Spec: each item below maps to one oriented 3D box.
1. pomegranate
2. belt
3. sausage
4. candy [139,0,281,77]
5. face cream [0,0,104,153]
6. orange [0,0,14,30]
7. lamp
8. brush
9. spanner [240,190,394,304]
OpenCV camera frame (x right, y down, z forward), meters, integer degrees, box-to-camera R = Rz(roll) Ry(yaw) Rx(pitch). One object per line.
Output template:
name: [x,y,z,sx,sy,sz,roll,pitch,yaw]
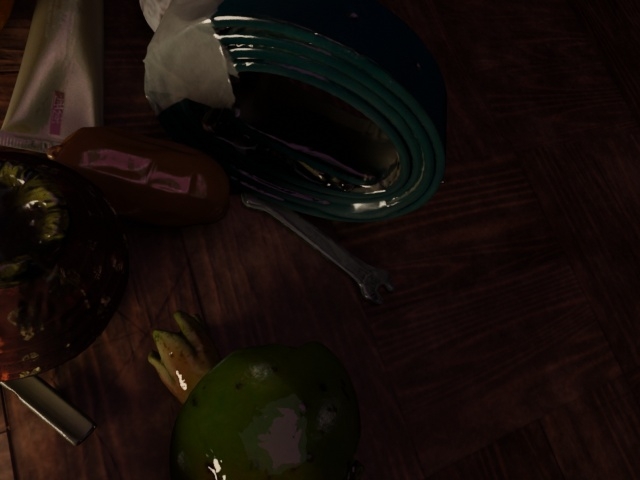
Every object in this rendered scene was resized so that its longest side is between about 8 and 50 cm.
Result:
pomegranate: [-0.093,0.207,0.576,0.301,0.236,0.236,30,57,19]
belt: [-0.020,-0.197,0.705,0.436,0.300,0.173,19,50,-15]
sausage: [-0.242,-0.084,0.673,0.240,0.136,0.120,12,76,-13]
candy: [-0.165,-0.384,0.821,0.289,0.157,0.214,45,50,-1]
face cream: [-0.382,-0.285,0.738,0.137,0.084,0.342,8,72,-31]
orange: [-0.524,-0.368,0.615,0.245,0.246,0.246,9,65,-20]
lamp: [-0.317,0.019,0.497,0.246,0.247,0.247,9,65,-20]
brush: [-0.345,0.173,0.580,0.190,0.028,0.034,37,55,4]
spanner: [0.000,0.000,0.805,0.301,0.017,0.071,38,58,-4]
